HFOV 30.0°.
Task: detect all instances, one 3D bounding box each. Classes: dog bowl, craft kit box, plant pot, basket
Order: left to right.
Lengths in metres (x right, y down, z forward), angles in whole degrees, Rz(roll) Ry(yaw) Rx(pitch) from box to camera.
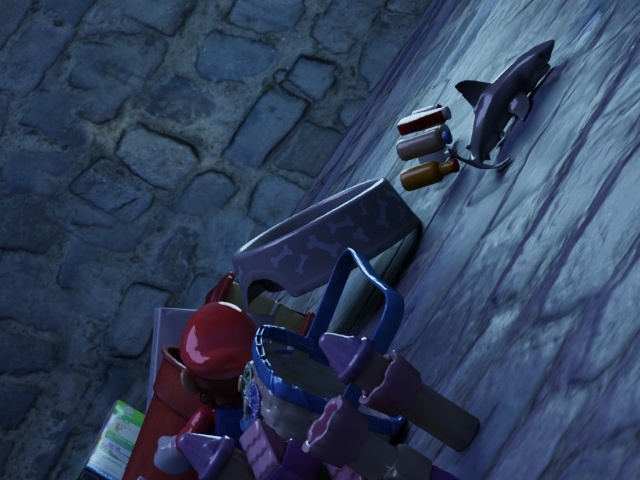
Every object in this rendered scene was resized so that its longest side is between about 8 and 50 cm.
[{"bbox_3d":[-0.317,0.438,2.250,0.061,0.250,0.246,-54,8,23],"label":"craft kit box"},{"bbox_3d":[-0.183,0.342,1.879,0.265,0.272,0.272,-64,8,0],"label":"plant pot"},{"bbox_3d":[0.000,0.000,2.093,0.349,0.102,0.349,-28,7,4],"label":"dog bowl"},{"bbox_3d":[0.012,0.168,1.512,0.289,0.201,0.255,-63,14,7],"label":"basket"}]

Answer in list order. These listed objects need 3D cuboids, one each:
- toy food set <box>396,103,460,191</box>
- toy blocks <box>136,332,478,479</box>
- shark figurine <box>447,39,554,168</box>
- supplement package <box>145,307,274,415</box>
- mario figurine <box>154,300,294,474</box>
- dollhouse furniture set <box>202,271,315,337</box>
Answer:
[{"bbox_3d":[0.211,-0.183,2.145,0.104,0.111,0.232,-16,17,27],"label":"toy food set"},{"bbox_3d":[-0.033,0.265,1.202,0.288,0.260,0.309,-50,10,35],"label":"toy blocks"},{"bbox_3d":[0.256,-0.202,1.891,0.278,0.116,0.166,-58,7,-27],"label":"shark figurine"},{"bbox_3d":[-0.198,0.254,2.103,0.145,0.204,0.262,166,108,-78],"label":"supplement package"},{"bbox_3d":[-0.127,0.240,1.701,0.170,0.320,0.198,-1,12,35],"label":"mario figurine"},{"bbox_3d":[-0.178,0.270,2.324,0.152,0.201,0.374,-43,22,58],"label":"dollhouse furniture set"}]
